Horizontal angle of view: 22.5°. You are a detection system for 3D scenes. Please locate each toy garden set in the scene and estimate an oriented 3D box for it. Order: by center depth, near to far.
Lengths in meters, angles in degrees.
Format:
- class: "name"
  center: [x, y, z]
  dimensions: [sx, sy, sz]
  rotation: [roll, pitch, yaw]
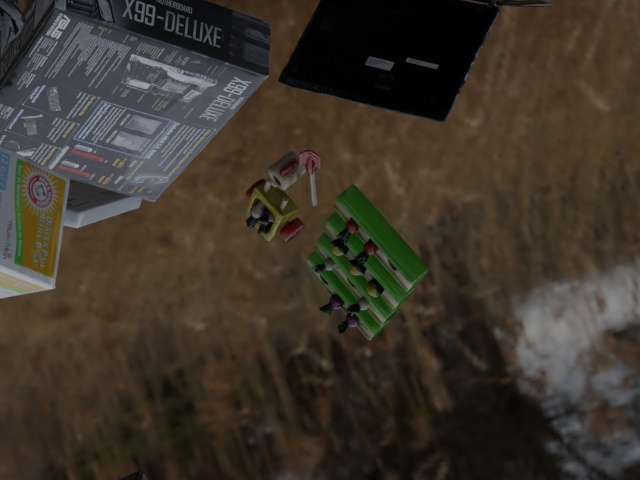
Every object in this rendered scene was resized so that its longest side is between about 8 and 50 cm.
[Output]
- class: "toy garden set"
  center: [0.000, 0.000, 1.606]
  dimensions: [0.049, 0.204, 0.244]
  rotation: [-38, 172, -17]

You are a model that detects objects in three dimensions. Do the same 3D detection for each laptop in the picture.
- class: "laptop"
  center: [0.121, -0.247, 2.000]
  dimensions: [0.234, 0.264, 0.136]
  rotation: [16, 159, 29]

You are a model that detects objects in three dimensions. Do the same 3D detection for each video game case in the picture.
- class: "video game case"
  center: [-0.370, -0.062, 2.127]
  dimensions: [0.206, 0.026, 0.227]
  rotation: [13, -169, 12]

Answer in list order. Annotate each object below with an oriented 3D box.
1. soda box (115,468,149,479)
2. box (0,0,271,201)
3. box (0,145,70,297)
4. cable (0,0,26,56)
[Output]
- class: "soda box"
  center: [-0.162, 0.311, 1.571]
  dimensions: [0.060, 0.169, 0.053]
  rotation: [-25, -165, 10]
- class: "box"
  center: [-0.229, -0.168, 1.771]
  dimensions: [0.243, 0.076, 0.307]
  rotation: [15, 147, -24]
- class: "box"
  center: [-0.341, -0.009, 1.485]
  dimensions: [0.203, 0.114, 0.103]
  rotation: [-9, 157, 37]
- class: "cable"
  center: [-0.198, -0.109, 0.805]
  dimensions: [0.150, 0.047, 0.184]
  rotation: [-45, 155, -42]
